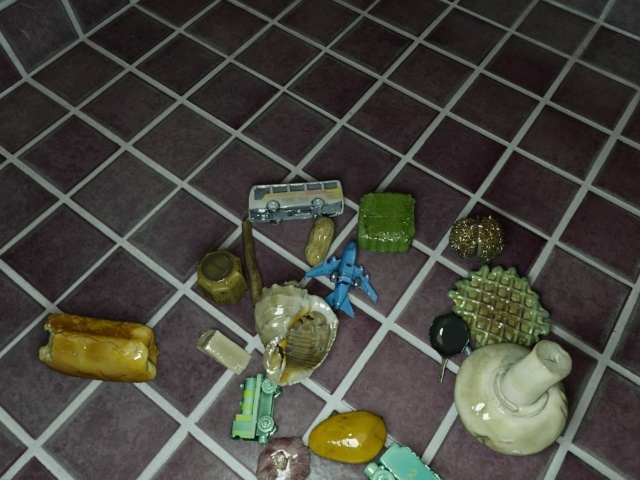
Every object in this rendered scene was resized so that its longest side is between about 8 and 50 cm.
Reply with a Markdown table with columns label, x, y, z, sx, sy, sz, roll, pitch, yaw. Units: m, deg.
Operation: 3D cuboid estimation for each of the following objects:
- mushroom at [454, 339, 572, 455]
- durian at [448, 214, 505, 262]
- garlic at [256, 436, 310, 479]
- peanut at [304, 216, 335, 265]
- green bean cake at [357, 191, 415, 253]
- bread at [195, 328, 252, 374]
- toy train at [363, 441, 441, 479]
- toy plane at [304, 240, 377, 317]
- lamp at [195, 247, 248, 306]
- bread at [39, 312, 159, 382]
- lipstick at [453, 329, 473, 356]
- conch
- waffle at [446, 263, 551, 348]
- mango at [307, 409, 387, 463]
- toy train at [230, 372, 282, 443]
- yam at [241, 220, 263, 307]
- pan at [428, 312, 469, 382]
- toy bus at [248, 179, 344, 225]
| label | x | y | z | sx | sy | sz | roll | pitch | yaw |
| --- | --- | --- | --- | --- | --- | --- | --- | --- | --- |
| mushroom | 0.557 | 0.419 | 1.449 | 0.315 | 0.315 | 0.356 | 31 | 100 | 15 |
| durian | 0.527 | -0.016 | 1.717 | 0.195 | 0.196 | 0.167 | 3 | 50 | 1 |
| garlic | -0.103 | 0.619 | 1.405 | 0.159 | 0.102 | 0.147 | -32 | 67 | -16 |
| peanut | 0.000 | 0.000 | 1.757 | 0.083 | 0.093 | 0.194 | 27 | 58 | -17 |
| green bean cake | 0.228 | -0.066 | 1.782 | 0.200 | 0.113 | 0.215 | 3 | 62 | 0 |
| bread | -0.305 | 0.350 | 1.597 | 0.152 | 0.105 | 0.077 | 44 | 65 | -14 |
| toy train | 0.224 | 0.667 | 1.383 | 0.163 | 0.112 | 0.203 | -38 | 69 | -26 |
| toy plane | 0.081 | 0.114 | 1.691 | 0.253 | 0.105 | 0.272 | 19 | 66 | -6 |
| lamp | -0.314 | 0.121 | 1.631 | 0.161 | 0.185 | 0.162 | -1 | 60 | 2 |
| bread | -0.657 | 0.332 | 1.508 | 0.343 | 0.195 | 0.149 | 6 | 41 | 3 |
| lipstick | 0.464 | 0.341 | 1.606 | 0.037 | 0.037 | 0.116 | -21 | 67 | -12 |
| conch | -0.083 | 0.278 | 1.553 | 0.262 | 0.186 | 0.325 | 10 | 76 | -2 |
| waffle | 0.584 | 0.225 | 1.658 | 0.291 | 0.056 | 0.309 | -24 | 65 | -13 |
| mango | 0.077 | 0.558 | 1.434 | 0.227 | 0.109 | 0.147 | -9 | 50 | -6 |
| toy train | -0.186 | 0.488 | 1.490 | 0.132 | 0.083 | 0.200 | 0 | 58 | 7 |
| yam | -0.234 | 0.075 | 1.738 | 0.045 | 0.045 | 0.327 | 2 | 58 | -26 |
| pan | 0.391 | 0.331 | 1.603 | 0.128 | 0.048 | 0.202 | 36 | 101 | 39 |
| toy bus | -0.087 | -0.141 | 1.828 | 0.341 | 0.097 | 0.138 | -4 | 59 | -3 |
